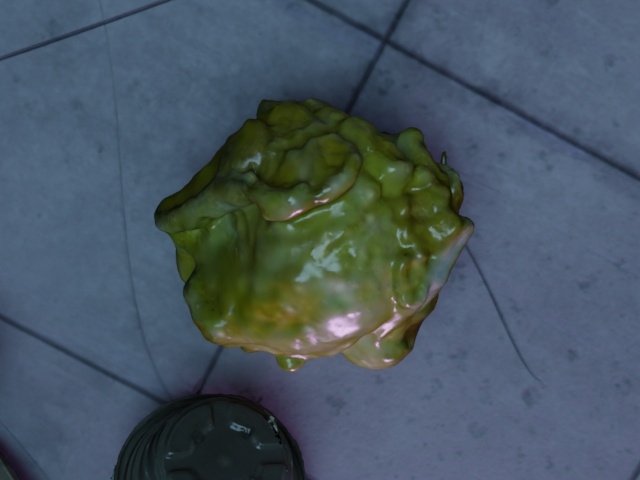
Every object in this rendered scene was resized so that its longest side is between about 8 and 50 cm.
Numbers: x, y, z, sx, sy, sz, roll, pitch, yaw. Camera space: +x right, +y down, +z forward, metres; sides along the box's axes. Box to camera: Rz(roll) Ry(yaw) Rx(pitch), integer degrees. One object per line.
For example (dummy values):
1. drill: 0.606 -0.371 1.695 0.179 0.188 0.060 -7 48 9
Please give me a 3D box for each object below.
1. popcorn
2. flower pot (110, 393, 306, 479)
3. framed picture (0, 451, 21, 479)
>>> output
1. popcorn: -0.011 -0.014 1.431 0.312 0.312 0.312 1 102 4
2. flower pot: -0.113 0.263 1.494 0.235 0.140 0.235 6 62 -12
3. framed picture: -0.394 0.415 1.606 0.232 0.024 0.315 -41 76 13
